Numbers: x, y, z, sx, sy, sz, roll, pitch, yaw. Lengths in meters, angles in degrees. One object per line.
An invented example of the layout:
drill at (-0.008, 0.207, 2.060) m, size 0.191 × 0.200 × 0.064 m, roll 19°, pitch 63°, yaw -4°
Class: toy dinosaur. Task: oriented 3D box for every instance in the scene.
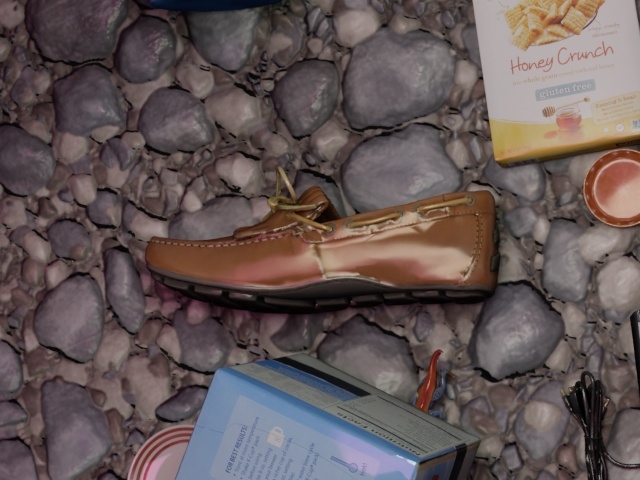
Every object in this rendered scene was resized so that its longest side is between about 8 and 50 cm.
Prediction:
toy dinosaur at (0.104, 0.169, 1.741) m, size 0.047 × 0.090 × 0.082 m, roll 12°, pitch 54°, yaw 33°

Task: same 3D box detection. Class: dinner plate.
dinner plate at (-0.148, 0.275, 1.826) m, size 0.141 × 0.017 × 0.141 m, roll -3°, pitch 81°, yaw 16°

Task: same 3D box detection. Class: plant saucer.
plant saucer at (0.318, -0.054, 1.733) m, size 0.083 × 0.013 × 0.084 m, roll -3°, pitch 80°, yaw 17°

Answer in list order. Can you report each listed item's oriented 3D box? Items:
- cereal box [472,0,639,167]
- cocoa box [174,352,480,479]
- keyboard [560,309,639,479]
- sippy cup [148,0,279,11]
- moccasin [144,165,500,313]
cereal box at (0.255, -0.210, 1.757) m, size 0.173 × 0.047 × 0.240 m, roll -11°, pitch 79°, yaw 15°
cocoa box at (-0.026, 0.317, 1.648) m, size 0.231 × 0.228 × 0.347 m, roll 23°, pitch 97°, yaw 19°
keyboard at (0.353, 0.225, 1.673) m, size 0.201 × 0.033 × 0.317 m, roll -9°, pitch 79°, yaw 16°
sippy cup at (-0.118, -0.371, 1.817) m, size 0.305 × 0.240 × 0.224 m, roll -3°, pitch 92°, yaw 55°
moccasin at (-0.001, -0.001, 1.758) m, size 0.380 × 0.139 × 0.147 m, roll -5°, pitch 80°, yaw 16°
